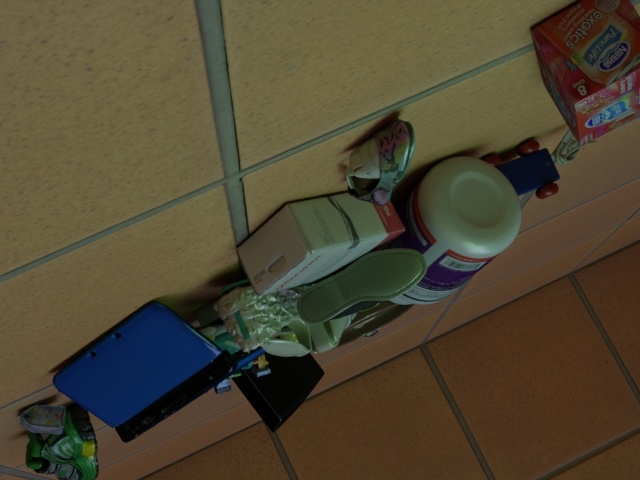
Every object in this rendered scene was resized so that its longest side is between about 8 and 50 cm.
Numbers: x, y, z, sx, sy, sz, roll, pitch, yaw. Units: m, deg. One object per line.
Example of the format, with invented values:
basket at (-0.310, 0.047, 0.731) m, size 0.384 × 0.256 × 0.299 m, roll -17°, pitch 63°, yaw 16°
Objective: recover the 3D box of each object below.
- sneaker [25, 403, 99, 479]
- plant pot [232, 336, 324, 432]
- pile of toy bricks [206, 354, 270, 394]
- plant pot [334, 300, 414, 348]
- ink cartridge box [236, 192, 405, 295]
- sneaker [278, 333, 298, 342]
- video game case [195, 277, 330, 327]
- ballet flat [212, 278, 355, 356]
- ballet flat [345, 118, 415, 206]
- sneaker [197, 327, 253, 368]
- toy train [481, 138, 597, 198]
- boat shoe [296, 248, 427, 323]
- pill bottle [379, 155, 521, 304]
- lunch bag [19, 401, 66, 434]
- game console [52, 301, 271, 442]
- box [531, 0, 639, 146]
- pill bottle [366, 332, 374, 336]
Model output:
sneaker at (-0.562, 0.445, 2.211) m, size 0.146 × 0.134 × 0.343 m, roll -15°, pitch 154°, yaw -18°
plant pot at (-0.098, 0.335, 2.520) m, size 0.167 × 0.187 × 0.188 m, roll -34°, pitch 169°, yaw -19°
pile of toy bricks at (-0.200, 0.240, 2.155) m, size 0.212 × 0.105 × 0.118 m, roll -13°, pitch -156°, yaw -25°
plant pot at (0.080, 0.142, 2.259) m, size 0.237 × 0.109 × 0.237 m, roll -24°, pitch 167°, yaw -6°
ink cartridge box at (0.000, 0.000, 1.631) m, size 0.218 × 0.092 × 0.158 m, roll -15°, pitch 163°, yaw -44°
sneaker at (-0.037, 0.180, 2.067) m, size 0.081 × 0.094 × 0.208 m, roll -33°, pitch 166°, yaw 20°
video game case at (-0.041, 0.082, 1.975) m, size 0.329 × 0.036 × 0.300 m, roll -29°, pitch 166°, yaw 13°
ballet flat at (-0.039, 0.146, 1.855) m, size 0.147 × 0.147 × 0.409 m, roll -34°, pitch 160°, yaw 28°
ballet flat at (0.076, -0.103, 1.459) m, size 0.079 × 0.077 × 0.221 m, roll -4°, pitch 163°, yaw -8°
sneaker at (-0.242, 0.233, 2.003) m, size 0.275 × 0.110 × 0.107 m, roll -14°, pitch 161°, yaw -40°
toy train at (0.376, -0.118, 1.890) m, size 0.248 × 0.105 × 0.143 m, roll -21°, pitch 176°, yaw -21°
boat shoe at (0.072, 0.071, 1.683) m, size 0.228 × 0.081 × 0.069 m, roll -23°, pitch 172°, yaw 16°
pill bottle at (0.202, -0.002, 1.803) m, size 0.181 × 0.181 × 0.323 m, roll -19°, pitch 165°, yaw -27°
lunch bag at (-0.536, 0.342, 1.984) m, size 0.083 × 0.053 × 0.071 m, roll 5°, pitch 157°, yaw -15°
game console at (-0.276, 0.215, 1.836) m, size 0.293 × 0.173 × 0.250 m, roll -35°, pitch 176°, yaw 26°
box at (0.379, -0.232, 1.409) m, size 0.128 × 0.122 × 0.257 m, roll -28°, pitch 166°, yaw 10°
pill bottle at (0.121, 0.201, 2.611) m, size 0.078 × 0.078 × 0.137 m, roll -24°, pitch 166°, yaw -11°
